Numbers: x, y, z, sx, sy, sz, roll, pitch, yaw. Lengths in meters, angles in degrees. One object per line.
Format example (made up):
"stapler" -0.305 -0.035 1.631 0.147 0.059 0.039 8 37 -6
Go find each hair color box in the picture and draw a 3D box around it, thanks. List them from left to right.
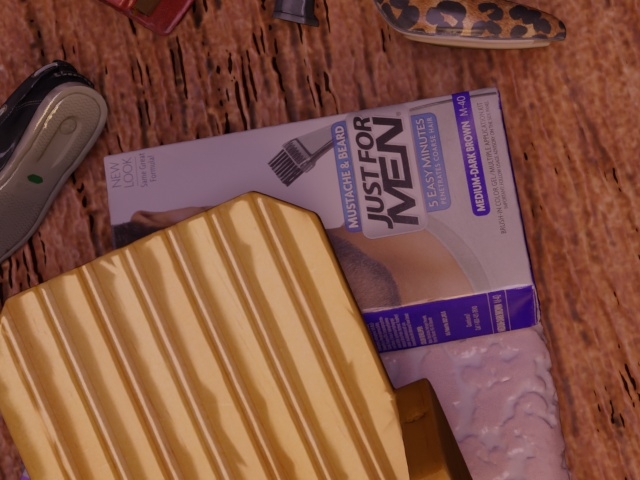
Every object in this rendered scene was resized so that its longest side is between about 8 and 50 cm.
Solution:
"hair color box" 0.000 0.000 1.620 0.339 0.110 0.185 -11 67 5

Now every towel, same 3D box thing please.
"towel" 0.052 0.222 1.594 0.317 0.053 0.332 -9 63 4

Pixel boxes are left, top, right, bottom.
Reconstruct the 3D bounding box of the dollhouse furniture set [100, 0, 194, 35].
"dollhouse furniture set" -0.105 -0.366 1.621 0.152 0.201 0.374 35 91 5

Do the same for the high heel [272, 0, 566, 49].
"high heel" 0.092 -0.262 1.651 0.261 0.093 0.186 11 94 14

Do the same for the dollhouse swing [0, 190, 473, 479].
"dollhouse swing" -0.086 0.170 1.426 0.347 0.315 0.305 -23 104 5

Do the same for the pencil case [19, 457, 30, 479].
"pencil case" -0.218 0.264 1.657 0.086 0.088 0.206 -4 86 2

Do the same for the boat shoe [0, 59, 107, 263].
"boat shoe" -0.279 -0.055 1.694 0.233 0.084 0.079 -50 47 8
